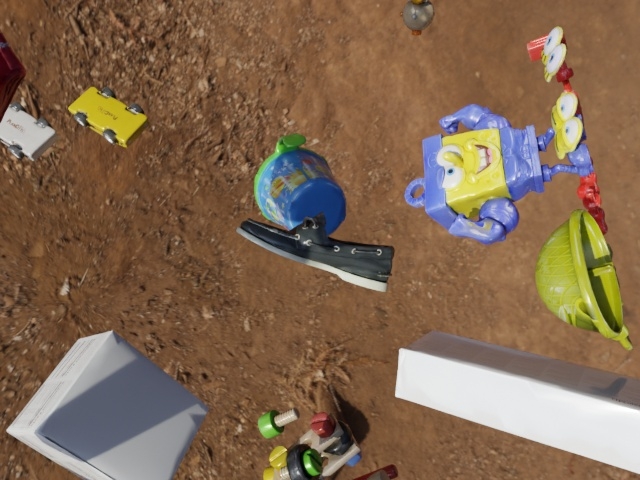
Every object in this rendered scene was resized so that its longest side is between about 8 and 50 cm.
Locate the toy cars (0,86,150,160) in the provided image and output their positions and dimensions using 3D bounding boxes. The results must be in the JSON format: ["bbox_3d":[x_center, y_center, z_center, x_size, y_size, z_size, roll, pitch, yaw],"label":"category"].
[{"bbox_3d":[-0.573,-0.252,1.181,0.392,0.087,0.177,-8,61,1],"label":"toy cars"}]

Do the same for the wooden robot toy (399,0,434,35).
[{"bbox_3d":[0.102,-0.275,0.586,0.173,0.076,0.079,-54,145,-57],"label":"wooden robot toy"}]

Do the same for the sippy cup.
[{"bbox_3d":[-0.042,-0.114,1.396,0.305,0.224,0.240,39,95,-31],"label":"sippy cup"}]

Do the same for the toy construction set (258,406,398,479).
[{"bbox_3d":[-0.028,0.433,0.830,0.308,0.237,0.258,31,34,-54],"label":"toy construction set"}]

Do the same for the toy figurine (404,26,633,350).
[{"bbox_3d":[0.210,-0.045,0.616,0.191,0.217,0.363,35,51,-50],"label":"toy figurine"}]

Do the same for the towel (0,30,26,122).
[{"bbox_3d":[-0.470,-0.264,0.635,0.275,0.198,0.031,58,41,-3],"label":"towel"}]

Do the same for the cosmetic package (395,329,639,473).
[{"bbox_3d":[0.205,0.153,0.522,0.098,0.238,0.061,-2,99,-57],"label":"cosmetic package"}]

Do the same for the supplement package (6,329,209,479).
[{"bbox_3d":[-0.381,0.332,0.965,0.262,0.145,0.204,50,45,-26],"label":"supplement package"}]

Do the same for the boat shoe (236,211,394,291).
[{"bbox_3d":[0.001,0.001,1.070,0.339,0.127,0.113,21,94,-6],"label":"boat shoe"}]
